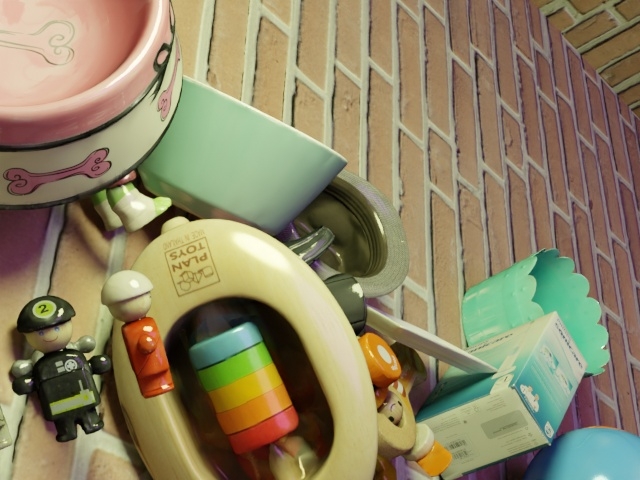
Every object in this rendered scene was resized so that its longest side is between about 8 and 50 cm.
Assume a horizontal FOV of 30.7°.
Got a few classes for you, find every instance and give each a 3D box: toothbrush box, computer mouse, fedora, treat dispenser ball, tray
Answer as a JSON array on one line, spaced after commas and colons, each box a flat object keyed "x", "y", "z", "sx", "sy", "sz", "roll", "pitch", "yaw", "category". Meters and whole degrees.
[{"x": 0.315, "y": 0.267, "z": 2.030, "sx": 0.126, "sy": 0.216, "sz": 0.295, "roll": 58, "pitch": 31, "yaw": -7, "category": "toothbrush box"}, {"x": -0.032, "y": 0.157, "z": 1.594, "sx": 0.060, "sy": 0.262, "sz": 0.184, "roll": 1, "pitch": 73, "yaw": -42, "category": "computer mouse"}, {"x": 0.000, "y": 0.000, "z": 1.857, "sx": 0.275, "sy": 0.124, "sz": 0.244, "roll": 9, "pitch": 57, "yaw": -42, "category": "fedora"}, {"x": 0.496, "y": 0.473, "z": 2.065, "sx": 0.288, "sy": 0.288, "sz": 0.288, "roll": 34, "pitch": 42, "yaw": -38, "category": "treat dispenser ball"}, {"x": 0.162, "y": 0.162, "z": 1.898, "sx": 0.270, "sy": 0.145, "sz": 0.030, "roll": 27, "pitch": 89, "yaw": -43, "category": "tray"}]

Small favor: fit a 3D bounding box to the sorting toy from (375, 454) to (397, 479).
[{"x": 0.088, "y": 0.460, "z": 1.736, "sx": 0.229, "sy": 0.041, "sz": 0.307, "roll": 28, "pitch": 45, "yaw": -37, "category": "sorting toy"}]

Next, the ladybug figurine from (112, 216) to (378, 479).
[{"x": -0.093, "y": 0.178, "z": 1.474, "sx": 0.162, "sy": 0.305, "sz": 0.450, "roll": -24, "pitch": 93, "yaw": -87, "category": "ladybug figurine"}]

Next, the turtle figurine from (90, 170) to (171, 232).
[{"x": -0.281, "y": -0.159, "z": 1.510, "sx": 0.266, "sy": 0.197, "sz": 0.275, "roll": 57, "pitch": 35, "yaw": -18, "category": "turtle figurine"}]

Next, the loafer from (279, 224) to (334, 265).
[{"x": -0.081, "y": 0.033, "z": 1.673, "sx": 0.223, "sy": 0.076, "sz": 0.078, "roll": -31, "pitch": 91, "yaw": -16, "category": "loafer"}]

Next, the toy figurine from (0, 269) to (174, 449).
[{"x": -0.288, "y": 0.128, "z": 1.274, "sx": 0.213, "sy": 0.209, "sz": 0.148, "roll": -24, "pitch": 99, "yaw": -58, "category": "toy figurine"}]

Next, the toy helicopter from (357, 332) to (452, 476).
[{"x": 0.122, "y": 0.246, "z": 1.849, "sx": 0.235, "sy": 0.140, "sz": 0.355, "roll": 52, "pitch": 19, "yaw": 1, "category": "toy helicopter"}]

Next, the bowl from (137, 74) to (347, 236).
[{"x": -0.133, "y": -0.107, "z": 1.640, "sx": 0.311, "sy": 0.311, "sz": 0.163, "roll": 24, "pitch": 92, "yaw": -45, "category": "bowl"}]

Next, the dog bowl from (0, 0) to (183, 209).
[{"x": -0.350, "y": -0.246, "z": 1.319, "sx": 0.407, "sy": 0.150, "sz": 0.408, "roll": 6, "pitch": 64, "yaw": -12, "category": "dog bowl"}]

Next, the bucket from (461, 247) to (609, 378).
[{"x": 0.418, "y": 0.168, "z": 2.278, "sx": 0.281, "sy": 0.183, "sz": 0.281, "roll": 33, "pitch": 43, "yaw": -38, "category": "bucket"}]
